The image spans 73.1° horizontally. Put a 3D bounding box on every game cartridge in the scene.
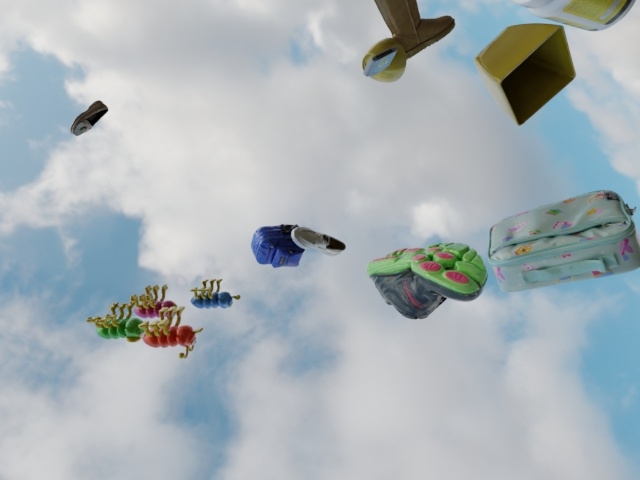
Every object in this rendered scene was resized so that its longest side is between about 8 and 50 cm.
[{"bbox_3d":[0.136,-0.405,0.985,0.083,0.056,0.017,-36,-95,-26],"label":"game cartridge"}]

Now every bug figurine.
[{"bbox_3d":[-0.287,0.142,0.818,0.216,0.279,0.072,-2,-80,9],"label":"bug figurine"}]

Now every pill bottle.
[{"bbox_3d":[0.445,-0.451,0.764,0.209,0.119,0.119,-1,-119,-25],"label":"pill bottle"}]

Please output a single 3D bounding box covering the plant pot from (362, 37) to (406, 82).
[{"bbox_3d":[0.185,-0.554,1.344,0.095,0.134,0.134,-28,-105,-38],"label":"plant pot"}]

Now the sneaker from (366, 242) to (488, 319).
[{"bbox_3d":[0.308,0.124,1.235,0.185,0.483,0.202,-23,-85,-18],"label":"sneaker"}]

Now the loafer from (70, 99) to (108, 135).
[{"bbox_3d":[-0.655,-0.343,1.225,0.039,0.045,0.125,38,-96,15],"label":"loafer"}]

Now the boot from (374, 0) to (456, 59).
[{"bbox_3d":[0.285,-0.728,1.319,0.236,0.089,0.269,-37,-57,-9],"label":"boot"}]

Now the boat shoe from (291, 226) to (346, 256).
[{"bbox_3d":[0.000,0.000,0.697,0.100,0.035,0.035,25,-121,-35],"label":"boat shoe"}]

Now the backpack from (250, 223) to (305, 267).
[{"bbox_3d":[-0.104,0.014,1.057,0.120,0.098,0.101,2,-145,-27],"label":"backpack"}]

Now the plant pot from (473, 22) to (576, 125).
[{"bbox_3d":[0.594,-0.520,1.300,0.212,0.212,0.187,34,-161,-44],"label":"plant pot"}]

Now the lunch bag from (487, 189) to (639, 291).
[{"bbox_3d":[0.494,0.002,0.887,0.107,0.279,0.224,62,-147,-13],"label":"lunch bag"}]
